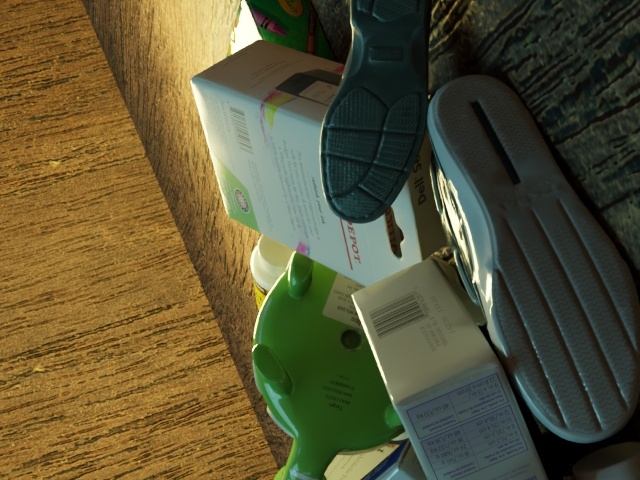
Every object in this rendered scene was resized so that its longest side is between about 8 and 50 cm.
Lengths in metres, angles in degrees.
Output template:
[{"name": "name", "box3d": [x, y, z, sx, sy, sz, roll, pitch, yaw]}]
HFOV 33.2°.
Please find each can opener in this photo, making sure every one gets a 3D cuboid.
[{"name": "can opener", "box3d": [0.212, 0.160, 1.077, 0.073, 0.059, 0.186, -94, -18, -85]}]

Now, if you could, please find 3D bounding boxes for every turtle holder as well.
[{"name": "turtle holder", "box3d": [0.038, 0.173, 1.345, 0.227, 0.243, 0.320, 100, 160, -71]}]

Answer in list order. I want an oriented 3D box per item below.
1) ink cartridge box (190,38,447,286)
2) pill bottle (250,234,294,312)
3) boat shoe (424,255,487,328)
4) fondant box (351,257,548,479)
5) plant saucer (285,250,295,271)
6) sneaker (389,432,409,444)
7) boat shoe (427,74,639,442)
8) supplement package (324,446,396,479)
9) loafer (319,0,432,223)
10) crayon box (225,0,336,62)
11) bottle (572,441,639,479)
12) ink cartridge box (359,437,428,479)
[{"name": "ink cartridge box", "box3d": [0.021, -0.082, 1.210, 0.353, 0.119, 0.207, 27, 140, 43]}, {"name": "pill bottle", "box3d": [-0.057, 0.065, 1.840, 0.215, 0.117, 0.117, 86, 158, -57]}, {"name": "boat shoe", "box3d": [0.148, 0.065, 1.222, 0.125, 0.046, 0.038, 46, 150, 39]}, {"name": "fondant box", "box3d": [0.147, 0.211, 0.988, 0.238, 0.096, 0.330, -109, -6, -70]}, {"name": "plant saucer", "box3d": [-0.044, 0.081, 1.656, 0.188, 0.045, 0.188, -76, 8, -86]}, {"name": "sneaker", "box3d": [0.062, 0.151, 1.539, 0.178, 0.123, 0.295, 65, 171, -29]}, {"name": "boat shoe", "box3d": [0.180, 0.017, 0.918, 0.119, 0.121, 0.335, 81, 174, -65]}, {"name": "supplement package", "box3d": [0.107, 0.372, 1.425, 0.244, 0.139, 0.134, 6, 123, 35]}, {"name": "loafer", "box3d": [0.064, -0.149, 0.997, 0.084, 0.096, 0.268, -32, -47, -69]}, {"name": "crayon box", "box3d": [-0.055, -0.225, 1.480, 0.278, 0.081, 0.165, 132, 116, -75]}, {"name": "bottle", "box3d": [0.297, 0.315, 0.915, 0.283, 0.092, 0.118, 69, 163, 0]}, {"name": "ink cartridge box", "box3d": [0.143, 0.422, 1.284, 0.330, 0.071, 0.324, 38, 131, -2]}]
